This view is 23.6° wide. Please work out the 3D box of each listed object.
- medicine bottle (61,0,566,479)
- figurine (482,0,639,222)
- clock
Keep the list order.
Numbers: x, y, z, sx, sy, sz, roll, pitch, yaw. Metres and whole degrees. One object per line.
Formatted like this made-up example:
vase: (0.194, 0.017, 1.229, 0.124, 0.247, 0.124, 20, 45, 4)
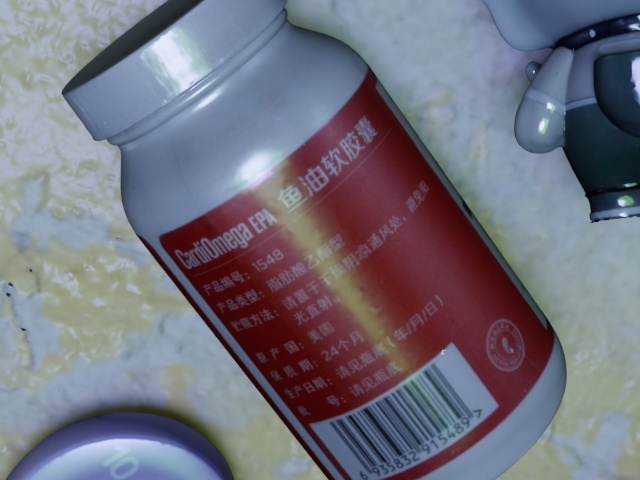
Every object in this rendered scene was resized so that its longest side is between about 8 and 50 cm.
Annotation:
medicine bottle: (0.000, 0.000, 0.703, 0.131, 0.131, 0.250, -35, 105, 5)
figurine: (0.138, -0.105, 0.693, 0.147, 0.126, 0.192, -8, 90, 7)
clock: (-0.099, 0.187, 0.781, 0.172, 0.064, 0.198, -33, 106, 4)
